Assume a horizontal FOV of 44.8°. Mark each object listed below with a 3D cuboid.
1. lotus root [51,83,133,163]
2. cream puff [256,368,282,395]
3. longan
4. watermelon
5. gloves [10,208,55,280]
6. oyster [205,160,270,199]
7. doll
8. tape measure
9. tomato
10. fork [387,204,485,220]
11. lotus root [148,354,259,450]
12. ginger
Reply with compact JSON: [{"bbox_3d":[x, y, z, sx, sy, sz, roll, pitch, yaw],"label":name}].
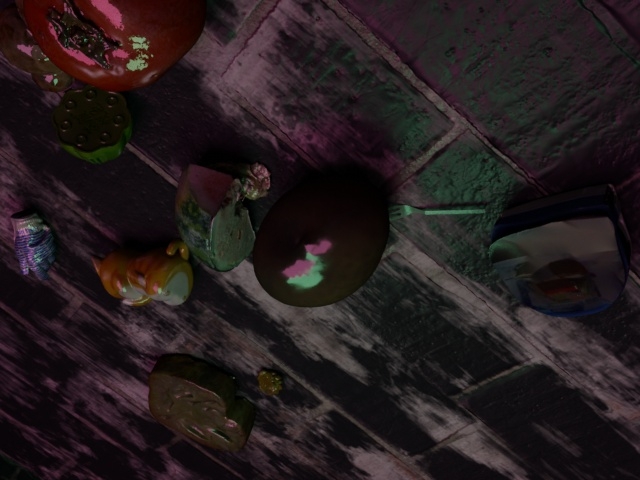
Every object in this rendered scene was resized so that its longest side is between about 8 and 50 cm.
[{"bbox_3d":[-0.522,-0.249,1.823,0.186,0.186,0.186,13,133,14],"label":"lotus root"},{"bbox_3d":[-0.148,0.421,2.305,0.083,0.083,0.058,-24,162,26],"label":"cream puff"},{"bbox_3d":[0.000,0.000,1.717,0.288,0.288,0.350,38,125,-11],"label":"longan"},{"bbox_3d":[-0.246,-0.039,1.847,0.180,0.224,0.305,-18,151,-4],"label":"watermelon"},{"bbox_3d":[-0.815,0.018,2.211,0.119,0.097,0.229,-16,127,-11],"label":"gloves"},{"bbox_3d":[-0.198,-0.138,1.833,0.165,0.053,0.108,10,140,9],"label":"oyster"},{"bbox_3d":[-0.470,0.093,2.087,0.269,0.162,0.166,-5,158,21],"label":"doll"},{"bbox_3d":[0.507,0.026,1.600,0.259,0.138,0.262,-13,122,34],"label":"tape measure"},{"bbox_3d":[-0.385,-0.458,1.465,0.325,0.290,0.293,42,135,-17],"label":"tomato"},{"bbox_3d":[0.249,-0.063,1.719,0.235,0.021,0.039,-2,132,24],"label":"fork"},{"bbox_3d":[-0.396,0.522,2.474,0.374,0.111,0.390,-15,123,39],"label":"lotus root"},{"bbox_3d":[-0.585,-0.449,1.676,0.244,0.155,0.304,39,142,-21],"label":"ginger"}]
